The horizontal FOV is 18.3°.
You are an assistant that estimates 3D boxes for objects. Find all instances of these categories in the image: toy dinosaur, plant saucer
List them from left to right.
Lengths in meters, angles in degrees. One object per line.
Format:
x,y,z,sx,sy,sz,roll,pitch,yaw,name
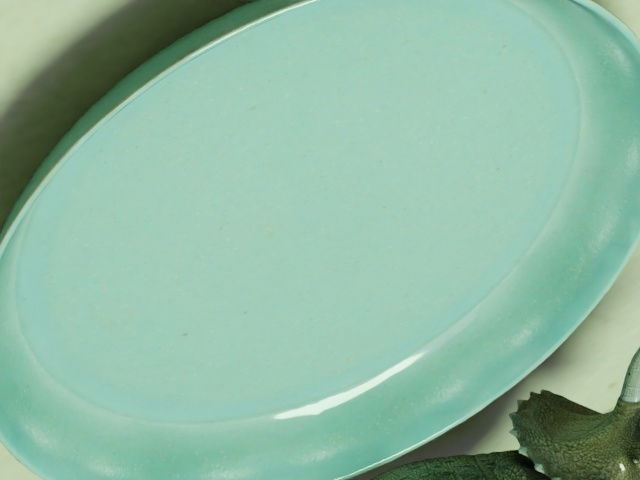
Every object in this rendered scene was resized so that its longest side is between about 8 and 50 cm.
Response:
0.000,0.000,0.851,0.317,0.044,0.317,-17,141,-14,plant saucer
0.068,0.166,0.966,0.313,0.160,0.121,-22,172,-1,toy dinosaur
